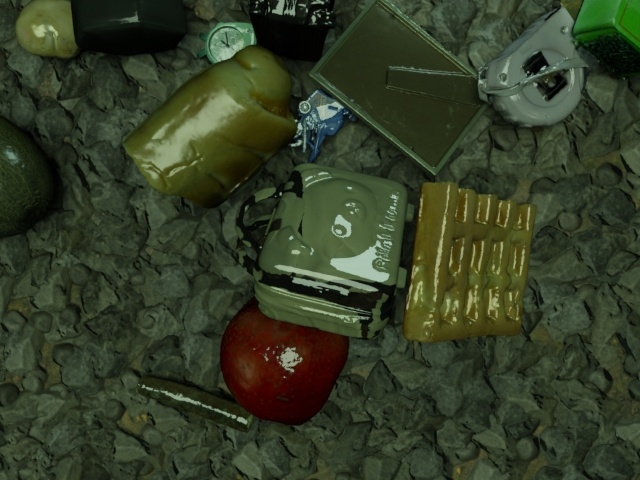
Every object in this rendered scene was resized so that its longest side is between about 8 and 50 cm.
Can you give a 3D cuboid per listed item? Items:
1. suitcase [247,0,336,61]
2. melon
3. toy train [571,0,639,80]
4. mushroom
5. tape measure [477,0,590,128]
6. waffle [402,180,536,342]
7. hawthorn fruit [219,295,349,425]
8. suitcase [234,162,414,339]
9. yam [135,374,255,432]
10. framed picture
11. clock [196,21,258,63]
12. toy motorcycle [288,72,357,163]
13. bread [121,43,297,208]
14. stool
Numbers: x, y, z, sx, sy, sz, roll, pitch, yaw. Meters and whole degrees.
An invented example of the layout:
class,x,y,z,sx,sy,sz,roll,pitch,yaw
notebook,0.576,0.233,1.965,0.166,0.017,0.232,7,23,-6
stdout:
class,x,y,z,sx,sy,sz,roll,pitch,yaw
suitcase,-0.039,-0.479,1.147,0.152,0.335,0.230,10,95,-3
melon,-0.701,-0.145,1.251,0.301,0.237,0.237,40,95,3
toy train,0.620,-0.435,1.193,0.243,0.132,0.188,22,88,-27
mushroom,-0.564,-0.446,1.282,0.148,0.112,0.148,3,77,-16
tape measure,0.443,-0.331,1.246,0.236,0.120,0.197,-42,101,-2
waffle,0.305,0.054,1.205,0.348,0.077,0.304,5,91,-42
hawthorn fruit,-0.084,0.254,1.259,0.265,0.265,0.307,20,117,1
suitcase,0.000,0.000,1.181,0.339,0.352,0.194,13,134,3
yam,-0.277,0.361,1.365,0.274,0.061,0.061,19,95,2
framed picture,0.176,-0.327,1.273,0.335,0.022,0.247,38,78,-1
clock,-0.200,-0.416,1.306,0.135,0.041,0.101,7,95,3
toy motorcycle,0.009,-0.264,1.297,0.114,0.076,0.205,42,96,-8
bread,-0.179,-0.215,1.198,0.341,0.300,0.210,-41,94,0
stool,-0.388,-0.463,1.224,0.232,0.232,0.141,-7,94,3
